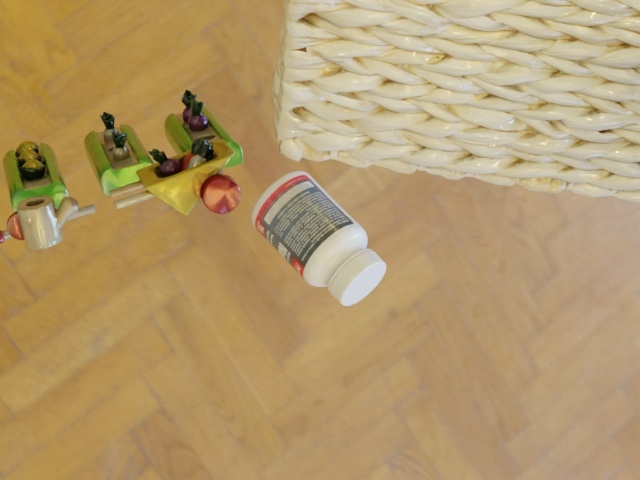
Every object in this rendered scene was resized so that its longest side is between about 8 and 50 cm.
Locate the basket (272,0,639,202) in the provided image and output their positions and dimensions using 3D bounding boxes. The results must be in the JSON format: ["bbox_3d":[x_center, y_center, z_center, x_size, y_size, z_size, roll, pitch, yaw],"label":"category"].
[{"bbox_3d":[0.139,-0.232,0.832,0.329,0.266,0.331,7,52,-3],"label":"basket"}]

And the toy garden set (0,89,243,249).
[{"bbox_3d":[-0.180,-0.054,0.977,0.244,0.204,0.049,-14,113,-12],"label":"toy garden set"}]

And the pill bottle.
[{"bbox_3d":[0.000,0.000,1.784,0.108,0.108,0.180,-37,66,-17],"label":"pill bottle"}]
